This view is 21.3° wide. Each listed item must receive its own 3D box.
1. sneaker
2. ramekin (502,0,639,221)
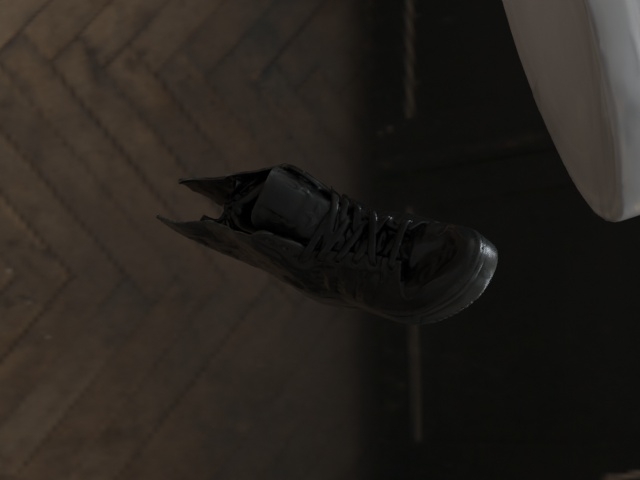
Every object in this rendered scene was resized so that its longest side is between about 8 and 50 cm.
[{"bbox_3d":[0.001,-0.002,0.842,0.089,0.170,0.051,37,68,-33],"label":"sneaker"},{"bbox_3d":[0.187,-0.158,0.995,0.127,0.273,0.273,-18,98,-1],"label":"ramekin"}]
